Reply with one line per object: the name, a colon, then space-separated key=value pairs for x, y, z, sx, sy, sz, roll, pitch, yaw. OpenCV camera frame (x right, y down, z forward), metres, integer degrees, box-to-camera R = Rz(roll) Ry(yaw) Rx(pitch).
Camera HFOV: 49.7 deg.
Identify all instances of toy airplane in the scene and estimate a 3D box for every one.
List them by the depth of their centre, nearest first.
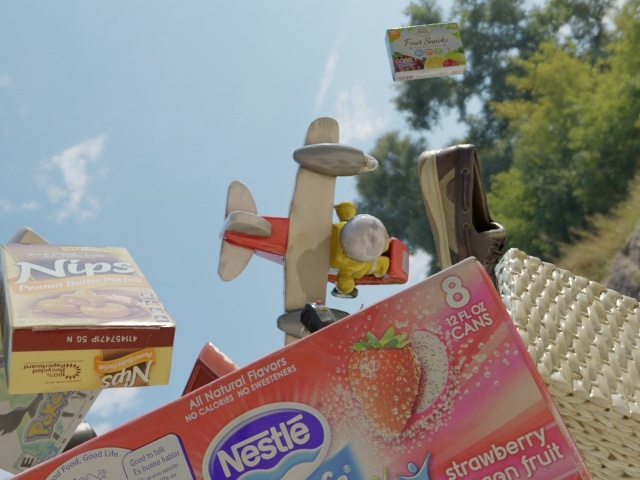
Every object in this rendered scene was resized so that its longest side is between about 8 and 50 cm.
toy airplane: x=0.000 y=0.000 z=1.287 sx=0.384 sy=0.272 sz=0.386 roll=-39 pitch=-75 yaw=-36

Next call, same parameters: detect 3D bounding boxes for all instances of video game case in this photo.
video game case: x=-0.469 y=0.193 z=1.120 sx=0.329 sy=0.036 sz=0.300 roll=-60 pitch=-42 yaw=-20

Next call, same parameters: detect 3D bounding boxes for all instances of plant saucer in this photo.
plant saucer: x=-0.237 y=0.403 z=1.551 sx=0.047 sy=0.258 sz=0.259 roll=6 pitch=-68 yaw=-53

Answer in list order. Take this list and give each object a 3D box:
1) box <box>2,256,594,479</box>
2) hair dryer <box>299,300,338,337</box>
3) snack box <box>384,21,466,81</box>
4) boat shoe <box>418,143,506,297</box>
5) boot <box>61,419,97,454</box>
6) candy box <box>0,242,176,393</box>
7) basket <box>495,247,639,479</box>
box: x=-0.016 y=0.142 z=0.381 sx=0.299 sy=0.154 sz=0.142 roll=-28 pitch=-12 yaw=10
hair dryer: x=0.079 y=0.216 z=0.842 sx=0.080 sy=0.293 sz=0.224 roll=-17 pitch=-58 yaw=-40
snack box: x=0.203 y=-0.368 z=1.346 sx=0.037 sy=0.141 sz=0.100 roll=96 pitch=166 yaw=-70
boat shoe: x=0.223 y=-0.002 z=1.006 sx=0.102 sy=0.092 sz=0.285 roll=-26 pitch=-80 yaw=-57
boot: x=-0.560 y=0.456 z=1.456 sx=0.091 sy=0.263 sz=0.229 roll=6 pitch=-55 yaw=-40
candy box: x=-0.322 y=0.090 z=0.917 sx=0.182 sy=0.316 sz=0.088 roll=3 pitch=-74 yaw=-28
basket: x=0.391 y=0.245 z=1.170 sx=0.331 sy=0.328 sz=0.267 roll=-72 pitch=5 yaw=-53
